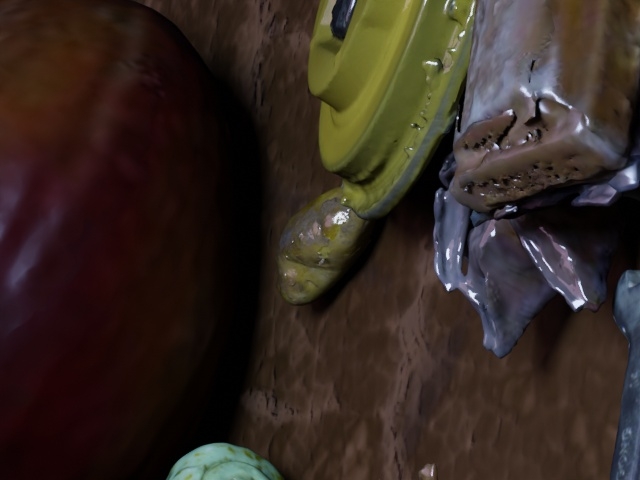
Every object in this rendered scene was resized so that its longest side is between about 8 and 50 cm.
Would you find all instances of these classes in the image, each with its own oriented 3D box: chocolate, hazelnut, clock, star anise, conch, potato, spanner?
[{"bbox_3d":[0.107,-0.163,0.863,0.102,0.065,0.329,-17,54,43],"label":"chocolate"},{"bbox_3d":[-0.229,0.010,1.267,0.421,0.353,0.421,-35,21,16],"label":"hazelnut"},{"bbox_3d":[0.036,-0.128,1.025,0.237,0.057,0.237,-164,90,-79],"label":"clock"},{"bbox_3d":[0.105,-0.053,0.902,0.182,0.065,0.195,-58,24,28],"label":"star anise"},{"bbox_3d":[-0.062,0.180,1.151,0.170,0.079,0.105,121,158,-65],"label":"conch"},{"bbox_3d":[0.000,0.000,1.118,0.046,0.045,0.092,50,138,13],"label":"potato"},{"bbox_3d":[0.121,0.104,0.785,0.054,0.015,0.254,-37,32,52],"label":"spanner"}]

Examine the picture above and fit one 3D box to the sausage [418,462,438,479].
[{"bbox_3d":[0.074,0.247,0.800,0.112,0.112,0.328,-47,40,48],"label":"sausage"}]
